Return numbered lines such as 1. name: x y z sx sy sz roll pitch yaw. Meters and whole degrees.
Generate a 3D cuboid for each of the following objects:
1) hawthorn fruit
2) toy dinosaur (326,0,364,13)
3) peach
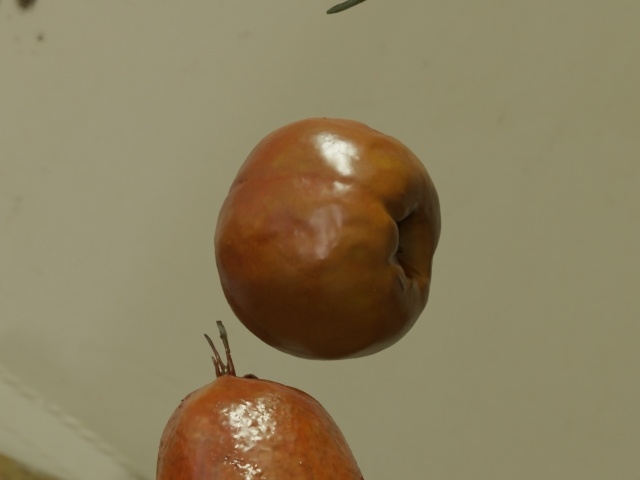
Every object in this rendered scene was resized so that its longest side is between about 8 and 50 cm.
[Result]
1. hawthorn fruit: -0.066 0.216 1.646 0.211 0.299 0.211 -11 -14 -3
2. toy dinosaur: 0.167 -0.341 1.719 0.092 0.393 0.205 42 -5 -7
3. peach: 0.000 0.000 2.399 0.301 0.343 0.343 7 -17 25
